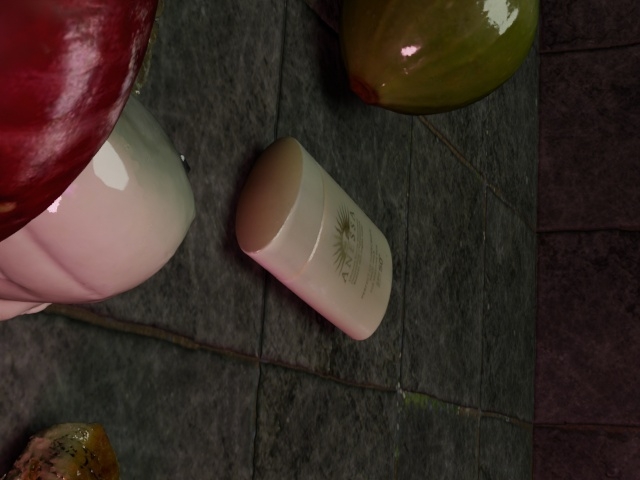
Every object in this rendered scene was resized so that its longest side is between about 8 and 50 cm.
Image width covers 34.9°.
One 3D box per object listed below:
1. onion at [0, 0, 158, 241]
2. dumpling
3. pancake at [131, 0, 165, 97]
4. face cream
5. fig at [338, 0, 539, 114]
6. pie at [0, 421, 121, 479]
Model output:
[{"bbox_3d":[-0.189,-0.141,0.392,0.232,0.314,0.313,-39,124,-55],"label":"onion"},{"bbox_3d":[-0.215,-0.033,0.729,0.243,0.227,0.175,58,4,-34],"label":"dumpling"},{"bbox_3d":[-0.235,-0.255,0.822,0.387,0.082,0.386,-3,90,-71],"label":"pancake"},{"bbox_3d":[0.000,0.000,1.324,0.348,0.081,0.173,44,48,-57],"label":"face cream"},{"bbox_3d":[0.152,-0.316,1.474,0.316,0.316,0.316,-2,90,-66],"label":"fig"},{"bbox_3d":[-0.206,0.247,0.859,0.163,0.079,0.193,-39,124,-65],"label":"pie"}]
